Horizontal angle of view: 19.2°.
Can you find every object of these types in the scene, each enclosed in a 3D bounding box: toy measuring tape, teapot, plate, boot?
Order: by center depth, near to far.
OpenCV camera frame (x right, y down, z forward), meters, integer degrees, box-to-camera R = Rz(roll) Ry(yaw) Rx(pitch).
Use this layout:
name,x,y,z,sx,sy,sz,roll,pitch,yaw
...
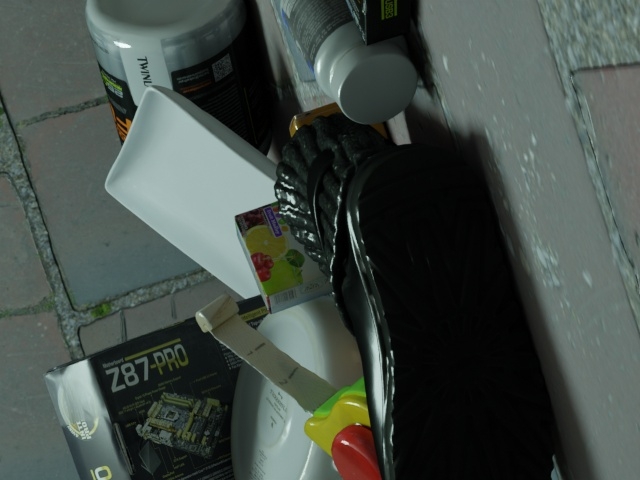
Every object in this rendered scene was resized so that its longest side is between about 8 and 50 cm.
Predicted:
name,x,y,z,sx,sy,sz,roll,pitch,yaw
boot,0.069,0.072,1.500,0.260,0.131,0.348,-161,62,-73
toy measuring tape,0.022,0.126,1.621,0.330,0.121,0.121,39,158,23
teapot,0.038,0.178,1.845,0.252,0.187,0.256,133,141,-51
plate,-0.111,-0.048,2.223,0.278,0.045,0.277,37,150,2

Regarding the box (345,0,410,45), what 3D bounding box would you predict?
name,x,y,z,sx,sy,sz,roll,pitch,yaw
box,0.018,-0.270,1.393,0.184,0.045,0.191,89,162,-59

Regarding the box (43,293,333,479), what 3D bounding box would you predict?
name,x,y,z,sx,sy,sz,roll,pitch,yaw
box,-0.067,0.224,1.985,0.097,0.395,0.318,-18,91,46

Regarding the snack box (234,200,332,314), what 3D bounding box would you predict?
name,x,y,z,sx,sy,sz,roll,pitch,yaw
snack box,0.000,0.000,1.792,0.037,0.141,0.100,82,167,-57

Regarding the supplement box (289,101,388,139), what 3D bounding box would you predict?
name,x,y,z,sx,sy,sz,roll,pitch,yaw
supplement box,0.045,-0.010,1.697,0.080,0.078,0.233,154,98,-84

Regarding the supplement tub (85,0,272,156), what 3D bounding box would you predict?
name,x,y,z,sx,sy,sz,roll,pitch,yaw
supplement tub,-0.166,-0.187,2.332,0.194,0.193,0.316,-116,11,-45

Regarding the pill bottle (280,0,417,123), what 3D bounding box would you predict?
name,x,y,z,sx,sy,sz,roll,pitch,yaw
pill bottle,0.023,-0.156,1.491,0.137,0.078,0.078,-116,11,-47
